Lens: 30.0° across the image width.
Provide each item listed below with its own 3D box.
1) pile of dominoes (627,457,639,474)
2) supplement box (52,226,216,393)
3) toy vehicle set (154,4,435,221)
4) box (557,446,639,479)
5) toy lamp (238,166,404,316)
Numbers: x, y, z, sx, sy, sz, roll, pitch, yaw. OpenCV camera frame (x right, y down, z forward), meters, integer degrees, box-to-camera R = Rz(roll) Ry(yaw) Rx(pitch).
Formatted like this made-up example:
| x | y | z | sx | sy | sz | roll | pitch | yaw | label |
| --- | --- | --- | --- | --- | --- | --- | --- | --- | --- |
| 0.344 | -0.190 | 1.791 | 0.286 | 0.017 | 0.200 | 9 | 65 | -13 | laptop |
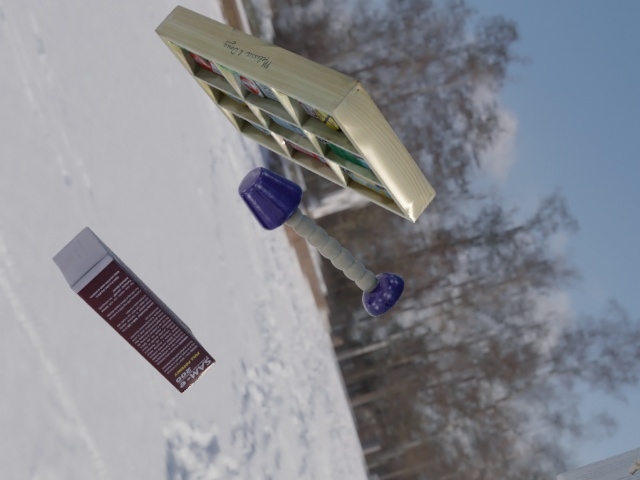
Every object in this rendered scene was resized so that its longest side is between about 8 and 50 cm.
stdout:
| x | y | z | sx | sy | sz | roll | pitch | yaw | label |
| --- | --- | --- | --- | --- | --- | --- | --- | --- | --- |
| 0.455 | 0.196 | 1.387 | 0.040 | 0.196 | 0.251 | 45 | -13 | 18 | pile of dominoes |
| -0.264 | 0.099 | 1.696 | 0.239 | 0.073 | 0.130 | 48 | -5 | -29 | supplement box |
| -0.026 | -0.120 | 1.101 | 0.267 | 0.035 | 0.166 | 30 | -14 | 43 | toy vehicle set |
| 0.479 | 0.467 | 1.652 | 0.345 | 0.168 | 0.215 | -112 | -175 | -71 | box |
| 0.000 | 0.000 | 1.643 | 0.275 | 0.080 | 0.080 | 39 | 11 | -23 | toy lamp |
